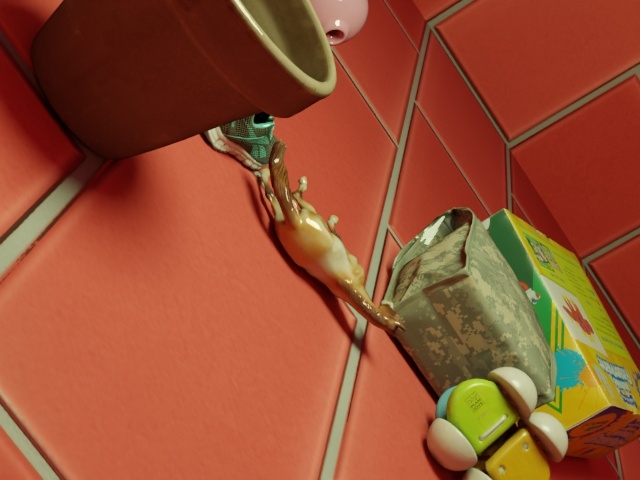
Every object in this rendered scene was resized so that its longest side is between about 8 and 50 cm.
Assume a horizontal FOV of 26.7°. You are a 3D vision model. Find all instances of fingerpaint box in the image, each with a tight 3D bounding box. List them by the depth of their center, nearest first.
[{"bbox_3d":[0.402,0.179,2.344,0.445,0.163,0.371,22,39,-63],"label":"fingerpaint box"}]

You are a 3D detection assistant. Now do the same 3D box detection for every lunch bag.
[{"bbox_3d":[0.218,0.104,1.939,0.235,0.169,0.287,55,22,-13],"label":"lunch bag"}]

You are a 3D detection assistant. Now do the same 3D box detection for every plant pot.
[{"bbox_3d":[-0.147,-0.195,1.301,0.263,0.229,0.263,52,17,-23],"label":"plant pot"}]

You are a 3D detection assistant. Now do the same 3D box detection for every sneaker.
[{"bbox_3d":[-0.080,-0.135,1.657,0.065,0.076,0.166,65,17,16],"label":"sneaker"}]

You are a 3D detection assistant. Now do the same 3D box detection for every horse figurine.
[{"bbox_3d":[0.000,0.000,1.675,0.263,0.066,0.174,51,13,-36],"label":"horse figurine"}]

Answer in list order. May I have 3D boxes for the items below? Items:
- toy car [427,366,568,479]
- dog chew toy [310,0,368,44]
[{"bbox_3d":[0.217,0.258,1.757,0.182,0.159,0.136,55,-17,-13],"label":"toy car"},{"bbox_3d":[0.002,-0.464,2.273,0.206,0.207,0.331,40,33,-48],"label":"dog chew toy"}]
